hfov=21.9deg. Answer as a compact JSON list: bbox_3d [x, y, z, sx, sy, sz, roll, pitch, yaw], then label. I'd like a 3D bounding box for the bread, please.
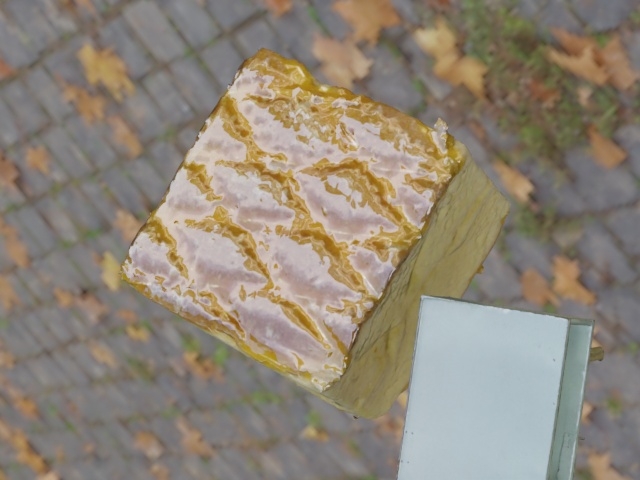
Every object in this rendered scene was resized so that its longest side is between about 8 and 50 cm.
[{"bbox_3d":[0.000,0.000,1.640,0.279,0.279,0.207,25,173,25],"label":"bread"}]

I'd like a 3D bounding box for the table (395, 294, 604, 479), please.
[{"bbox_3d":[0.134,0.167,1.187,0.121,0.111,0.240,9,91,36],"label":"table"}]
